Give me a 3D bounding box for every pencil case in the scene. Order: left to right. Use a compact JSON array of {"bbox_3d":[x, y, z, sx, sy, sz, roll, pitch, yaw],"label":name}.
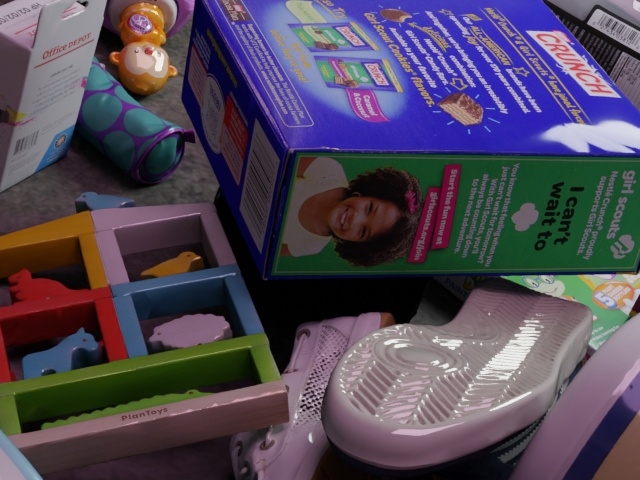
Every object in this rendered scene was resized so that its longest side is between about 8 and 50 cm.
[{"bbox_3d":[-0.187,-0.114,1.373,0.070,0.064,0.152,-36,61,-25],"label":"pencil case"}]

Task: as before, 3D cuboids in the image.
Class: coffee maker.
[{"bbox_3d":[0.000,0.000,1.245,0.178,0.120,0.171,19,16,12],"label":"coffee maker"}]

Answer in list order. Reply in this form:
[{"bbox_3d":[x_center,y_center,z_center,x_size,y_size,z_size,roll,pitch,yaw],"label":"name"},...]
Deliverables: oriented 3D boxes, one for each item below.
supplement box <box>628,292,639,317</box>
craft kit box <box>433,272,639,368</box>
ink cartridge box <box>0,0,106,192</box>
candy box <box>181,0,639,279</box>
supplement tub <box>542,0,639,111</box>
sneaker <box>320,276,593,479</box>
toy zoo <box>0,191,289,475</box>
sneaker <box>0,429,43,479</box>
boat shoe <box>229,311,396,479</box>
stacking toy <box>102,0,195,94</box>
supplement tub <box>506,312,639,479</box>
[{"bbox_3d":[0.310,0.035,1.326,0.043,0.083,0.055,32,35,17],"label":"supplement box"},{"bbox_3d":[0.231,0.024,1.425,0.247,0.061,0.250,37,35,27],"label":"craft kit box"},{"bbox_3d":[-0.244,-0.142,1.272,0.062,0.181,0.104,30,33,13],"label":"ink cartridge box"},{"bbox_3d":[0.076,-0.091,1.211,0.317,0.122,0.268,-2,35,-20],"label":"candy box"},{"bbox_3d":[0.365,-0.177,1.655,0.338,0.207,0.207,33,34,17],"label":"supplement tub"},{"bbox_3d":[0.100,0.134,1.069,0.131,0.148,0.350,20,17,25],"label":"sneaker"},{"bbox_3d":[-0.149,0.051,1.112,0.192,0.030,0.293,-11,35,-12],"label":"toy zoo"},{"bbox_3d":[-0.315,0.128,0.885,0.319,0.127,0.208,37,34,25],"label":"sneaker"},{"bbox_3d":[-0.017,0.156,1.060,0.096,0.098,0.277,1,36,20],"label":"boat shoe"},{"bbox_3d":[-0.184,-0.263,1.550,0.175,0.165,0.301,12,48,-21],"label":"stacking toy"},{"bbox_3d":[0.294,0.213,1.015,0.316,0.228,0.228,35,34,20],"label":"supplement tub"}]
